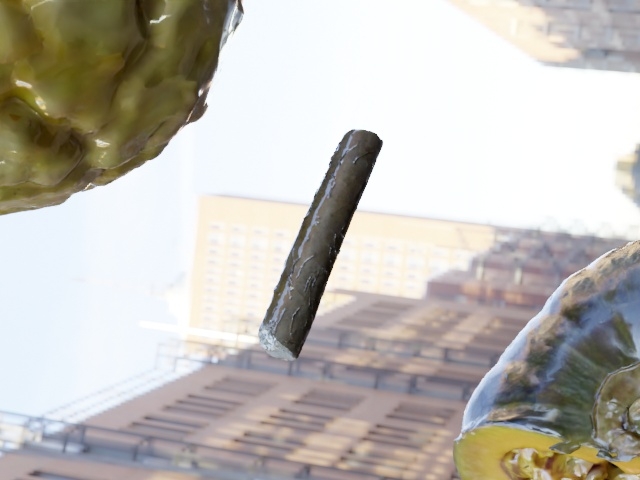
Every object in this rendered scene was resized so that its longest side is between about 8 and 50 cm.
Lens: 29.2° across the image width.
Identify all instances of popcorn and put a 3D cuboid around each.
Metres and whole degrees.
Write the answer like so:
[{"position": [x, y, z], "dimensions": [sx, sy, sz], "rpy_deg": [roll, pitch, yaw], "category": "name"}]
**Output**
[{"position": [-0.218, -0.185, 0.874], "dimensions": [0.390, 0.354, 0.344], "rpy_deg": [-46, -23, -49], "category": "popcorn"}]

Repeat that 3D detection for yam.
[{"position": [0.000, 0.000, 0.718], "dimensions": [0.032, 0.032, 0.145], "rpy_deg": [65, -135, -62], "category": "yam"}]

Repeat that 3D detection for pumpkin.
[{"position": [0.282, 0.119, 0.860], "dimensions": [0.232, 0.325, 0.242], "rpy_deg": [-56, -44, -32], "category": "pumpkin"}]
